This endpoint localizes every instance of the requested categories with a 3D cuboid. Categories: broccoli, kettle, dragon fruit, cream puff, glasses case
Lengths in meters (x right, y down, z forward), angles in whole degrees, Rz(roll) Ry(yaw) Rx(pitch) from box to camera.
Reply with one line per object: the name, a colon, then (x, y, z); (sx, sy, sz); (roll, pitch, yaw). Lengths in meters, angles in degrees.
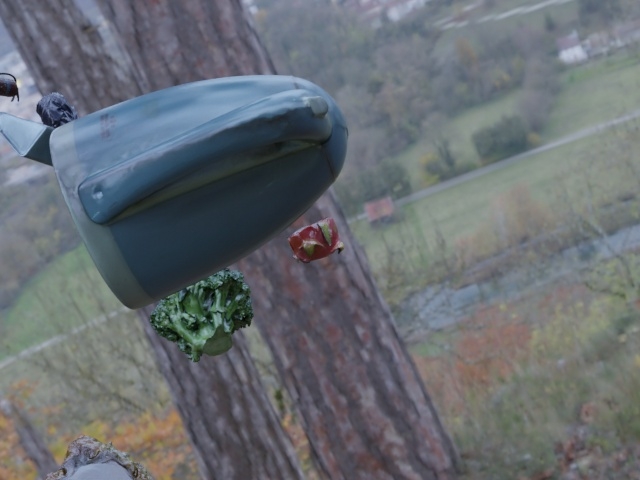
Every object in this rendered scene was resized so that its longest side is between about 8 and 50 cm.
broccoli: (-0.197, 0.122, 1.738); (0.195, 0.195, 0.156); (-30, 43, -15)
kettle: (-0.128, -0.090, 1.228); (0.342, 0.247, 0.319); (-23, -1, 0)
dragon fruit: (0.000, 0.000, 1.509); (0.083, 0.056, 0.060); (-17, -7, -35)
cream puff: (-0.389, 0.474, 1.802); (0.241, 0.155, 0.269); (-20, 64, -7)
glasses case: (-0.384, -0.132, 1.581); (0.105, 0.056, 0.266); (17, -1, 28)

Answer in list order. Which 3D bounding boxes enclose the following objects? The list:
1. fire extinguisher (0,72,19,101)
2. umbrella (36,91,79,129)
fire extinguisher: (-0.638, -0.305, 1.991); (0.039, 0.056, 0.132); (13, 8, 24)
umbrella: (-0.448, -0.174, 1.914); (0.071, 0.248, 0.071); (-37, 2, 2)
